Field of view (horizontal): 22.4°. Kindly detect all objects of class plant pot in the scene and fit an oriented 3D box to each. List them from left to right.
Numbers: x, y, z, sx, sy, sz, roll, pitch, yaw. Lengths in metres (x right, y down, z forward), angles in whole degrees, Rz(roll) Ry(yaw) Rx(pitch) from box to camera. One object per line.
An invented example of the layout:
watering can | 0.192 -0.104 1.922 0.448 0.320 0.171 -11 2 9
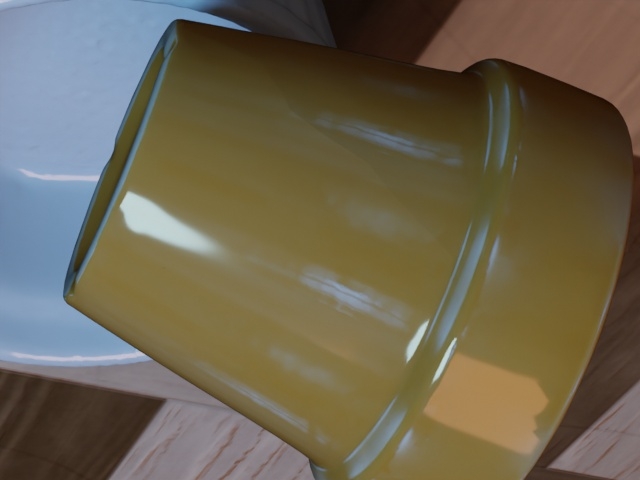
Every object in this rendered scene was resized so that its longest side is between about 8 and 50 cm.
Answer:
plant pot | 0.000 0.000 0.691 0.188 0.205 0.205 21 133 -13

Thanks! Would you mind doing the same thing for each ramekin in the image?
ramekin | -0.117 -0.068 0.827 0.277 0.135 0.277 -6 141 -5
